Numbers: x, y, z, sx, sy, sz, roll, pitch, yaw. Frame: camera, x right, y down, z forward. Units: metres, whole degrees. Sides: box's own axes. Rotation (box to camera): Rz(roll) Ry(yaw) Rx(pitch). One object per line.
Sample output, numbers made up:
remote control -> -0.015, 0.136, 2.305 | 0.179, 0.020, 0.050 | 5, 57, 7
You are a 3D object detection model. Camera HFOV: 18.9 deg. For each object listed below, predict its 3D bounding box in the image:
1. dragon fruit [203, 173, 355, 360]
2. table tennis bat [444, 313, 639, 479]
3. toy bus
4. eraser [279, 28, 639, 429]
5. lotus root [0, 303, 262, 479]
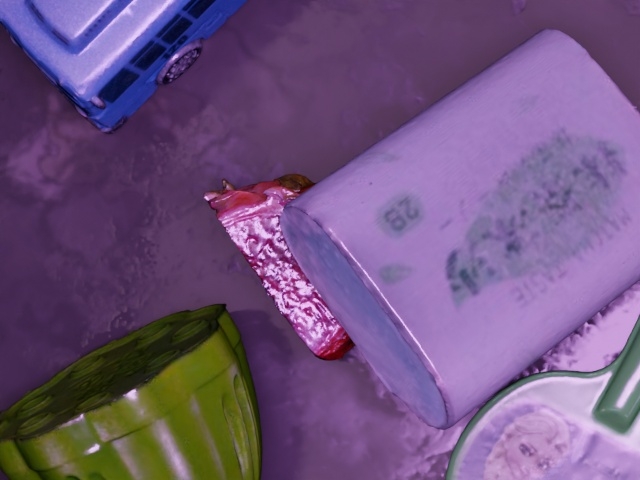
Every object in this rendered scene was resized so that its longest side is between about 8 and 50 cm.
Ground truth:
dragon fruit -> 0.000, 0.000, 1.286 | 0.096, 0.102, 0.147 | -36, 91, 13
table tennis bat -> 0.186, 0.130, 1.276 | 0.160, 0.039, 0.257 | 30, 93, 5
toy bus -> -0.109, -0.191, 1.297 | 0.234, 0.133, 0.116 | -44, 81, 4
eraser -> 0.113, -0.011, 1.227 | 0.227, 0.081, 0.174 | -35, 83, -23
lotus root -> -0.105, 0.155, 1.271 | 0.186, 0.186, 0.186 | -1, 86, 9
